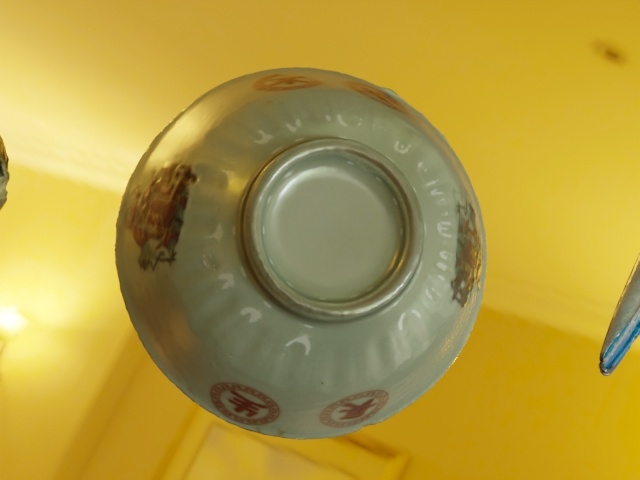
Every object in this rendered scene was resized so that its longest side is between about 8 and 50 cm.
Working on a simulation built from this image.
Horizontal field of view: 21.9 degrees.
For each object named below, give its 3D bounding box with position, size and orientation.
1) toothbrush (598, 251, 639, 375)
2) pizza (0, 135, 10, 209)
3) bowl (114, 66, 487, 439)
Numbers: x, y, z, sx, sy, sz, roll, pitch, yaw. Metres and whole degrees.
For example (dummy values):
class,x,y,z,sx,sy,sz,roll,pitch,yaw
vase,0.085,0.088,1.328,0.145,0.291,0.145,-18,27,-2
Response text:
class,x,y,z,sx,sy,sz,roll,pitch,yaw
toothbrush,0.286,-0.066,1.226,0.042,0.413,0.035,16,-32,24
pizza,-0.336,0.061,0.821,0.130,0.406,0.440,42,7,3
bowl,0.000,0.000,1.402,0.337,0.337,0.157,29,-11,-6
